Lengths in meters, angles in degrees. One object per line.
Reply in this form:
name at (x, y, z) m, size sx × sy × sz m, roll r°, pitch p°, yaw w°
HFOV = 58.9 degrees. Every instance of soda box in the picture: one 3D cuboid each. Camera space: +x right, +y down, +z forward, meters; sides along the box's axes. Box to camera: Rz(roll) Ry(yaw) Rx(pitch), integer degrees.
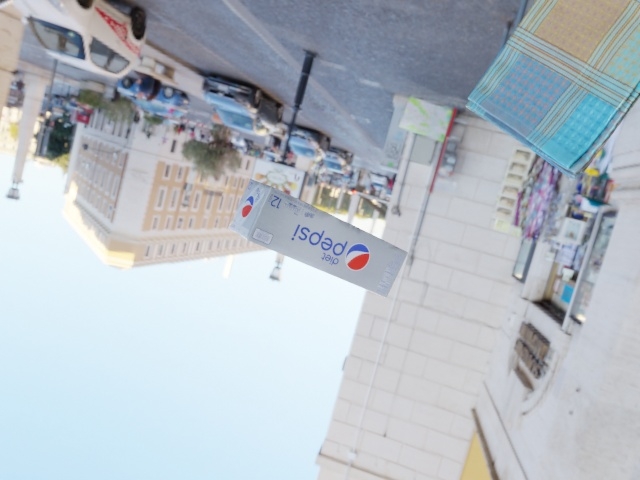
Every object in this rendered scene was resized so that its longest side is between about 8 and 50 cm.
soda box at (0.000, 0.000, 0.941) m, size 0.286 × 0.091 × 0.098 m, roll 24°, pitch -179°, yaw -30°

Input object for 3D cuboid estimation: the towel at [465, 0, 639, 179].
towel at (0.443, -0.327, 0.964) m, size 0.040 × 0.370 × 0.271 m, roll 9°, pitch -150°, yaw -47°
